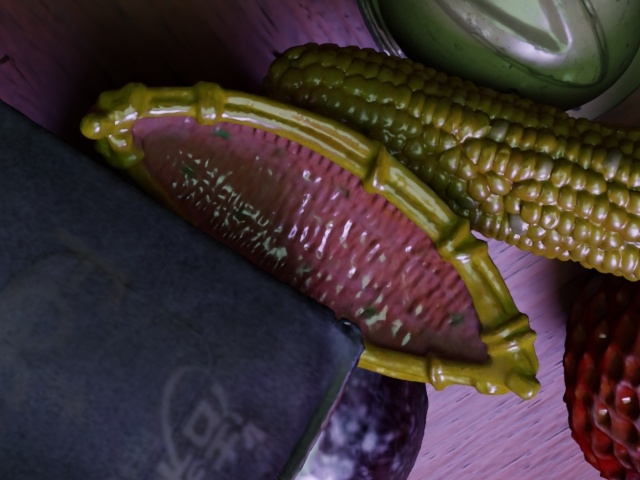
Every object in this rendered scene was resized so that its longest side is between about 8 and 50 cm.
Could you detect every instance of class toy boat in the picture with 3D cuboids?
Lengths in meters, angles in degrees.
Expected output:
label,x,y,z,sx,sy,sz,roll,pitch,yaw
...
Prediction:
label,x,y,z,sx,sy,sz,roll,pitch,yaw
toy boat,-0.001,-0.004,1.203,0.318,0.099,0.141,32,118,-7

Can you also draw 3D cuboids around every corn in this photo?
label,x,y,z,sx,sy,sz,roll,pitch,yaw
corn,0.108,-0.051,1.256,0.313,0.102,0.102,17,114,6

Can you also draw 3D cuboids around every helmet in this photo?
label,x,y,z,sx,sy,sz,roll,pitch,yaw
helmet,0.142,-0.154,1.297,0.257,0.137,0.204,38,106,-23

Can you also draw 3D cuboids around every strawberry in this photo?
label,x,y,z,sx,sy,sz,roll,pitch,yaw
strawberry,0.257,0.063,1.366,0.253,0.280,0.150,-40,78,29

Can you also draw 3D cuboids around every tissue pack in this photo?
label,x,y,z,sx,sy,sz,roll,pitch,yaw
tissue pack,-0.207,0.072,1.120,0.394,0.288,0.124,34,147,-2

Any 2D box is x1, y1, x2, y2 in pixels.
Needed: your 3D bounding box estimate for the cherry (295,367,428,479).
label,x,y,z,sx,sy,sz,roll,pitch,yaw
cherry,-0.057,0.102,1.350,0.255,0.218,0.296,-8,100,27
